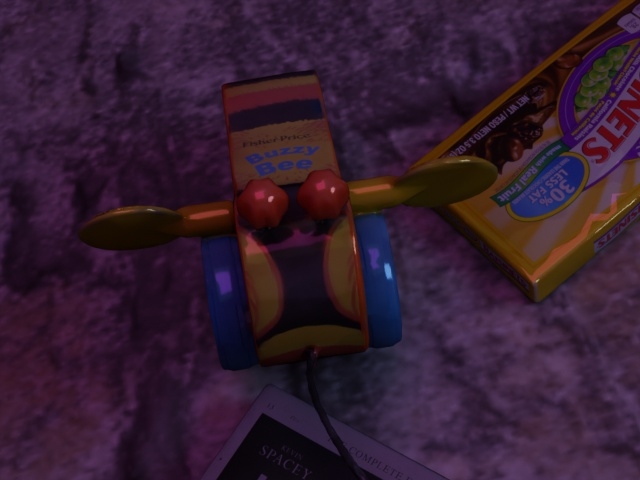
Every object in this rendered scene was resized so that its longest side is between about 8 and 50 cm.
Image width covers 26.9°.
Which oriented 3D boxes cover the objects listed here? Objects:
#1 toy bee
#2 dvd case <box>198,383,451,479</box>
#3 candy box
[{"bbox_3d":[0.000,0.000,0.636,0.195,0.162,0.298,-24,51,-16],"label":"toy bee"},{"bbox_3d":[-0.018,0.202,0.616,0.179,0.029,0.239,25,69,26],"label":"dvd case"},{"bbox_3d":[0.159,-0.065,0.737,0.206,0.027,0.105,-39,61,-10],"label":"candy box"}]
